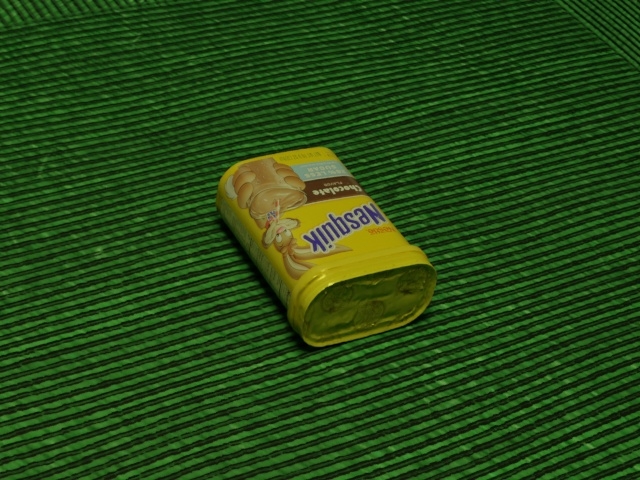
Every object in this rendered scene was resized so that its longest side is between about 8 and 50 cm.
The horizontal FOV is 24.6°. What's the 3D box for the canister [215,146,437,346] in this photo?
[{"bbox_3d":[0.000,0.000,1.224,0.126,0.073,0.170,-12,44,-28],"label":"canister"}]
